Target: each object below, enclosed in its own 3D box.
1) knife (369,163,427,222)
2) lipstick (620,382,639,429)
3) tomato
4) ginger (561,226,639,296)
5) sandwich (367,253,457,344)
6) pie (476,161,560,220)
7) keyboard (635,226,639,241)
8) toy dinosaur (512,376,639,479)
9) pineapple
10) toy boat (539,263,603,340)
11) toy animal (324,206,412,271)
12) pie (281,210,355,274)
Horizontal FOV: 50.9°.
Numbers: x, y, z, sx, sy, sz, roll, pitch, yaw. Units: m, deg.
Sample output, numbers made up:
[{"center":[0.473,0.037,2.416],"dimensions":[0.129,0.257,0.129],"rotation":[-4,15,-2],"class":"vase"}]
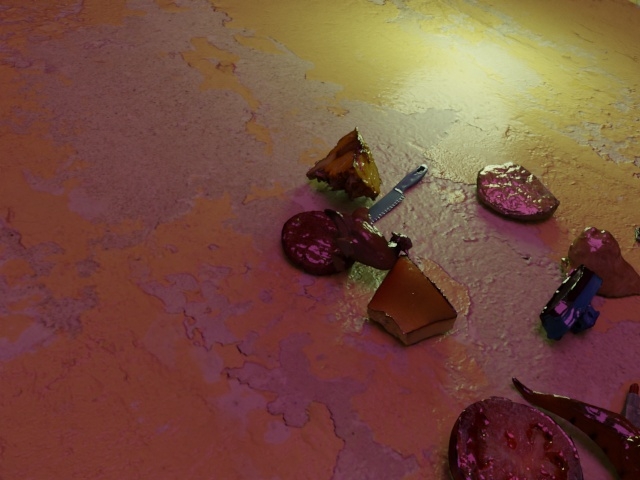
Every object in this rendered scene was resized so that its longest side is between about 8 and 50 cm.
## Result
[{"center":[0.187,-0.113,1.653],"dimensions":[0.044,0.019,0.313],"rotation":[33,48,20],"class":"knife"},{"center":[0.576,0.310,1.243],"dimensions":[0.030,0.030,0.129],"rotation":[23,42,13],"class":"lipstick"},{"center":[0.307,0.367,1.082],"dimensions":[0.224,0.085,0.225],"rotation":[9,41,-8],"class":"tomato"},{"center":[0.647,0.044,1.502],"dimensions":[0.193,0.123,0.115],"rotation":[15,28,-6],"class":"ginger"},{"center":[0.156,0.119,1.349],"dimensions":[0.162,0.058,0.193],"rotation":[-14,46,-25],"class":"sandwich"},{"center":[0.484,-0.124,1.698],"dimensions":[0.184,0.052,0.218],"rotation":[-13,48,-27],"class":"pie"},{"center":[0.860,0.009,1.654],"dimensions":[0.165,0.017,0.055],"rotation":[19,42,9],"class":"keyboard"},{"center":[0.546,0.343,1.135],"dimensions":[0.208,0.097,0.432],"rotation":[-37,48,-1],"class":"toy dinosaur"},{"center":[0.061,-0.148,1.618],"dimensions":[0.164,0.140,0.250],"rotation":[-32,24,13],"class":"pineapple"},{"center":[0.536,0.132,1.390],"dimensions":[0.097,0.100,0.223],"rotation":[50,50,3],"class":"toy boat"},{"center":[0.094,-0.012,1.405],"dimensions":[0.179,0.089,0.188],"rotation":[-20,60,-35],"class":"toy animal"},{"center":[0.000,0.000,1.457],"dimensions":[0.182,0.050,0.183],"rotation":[5,43,-5],"class":"pie"}]
